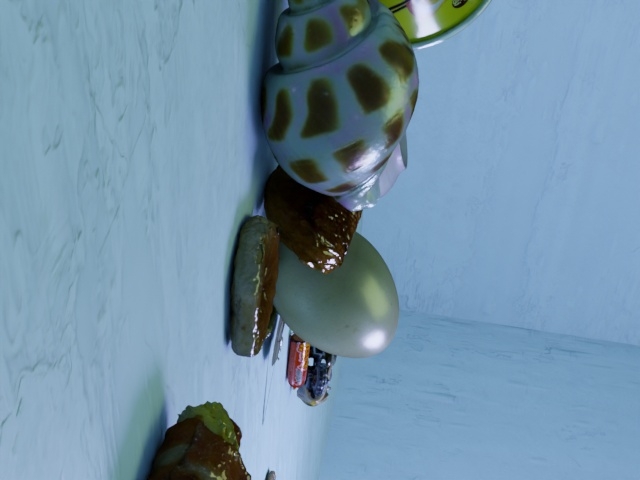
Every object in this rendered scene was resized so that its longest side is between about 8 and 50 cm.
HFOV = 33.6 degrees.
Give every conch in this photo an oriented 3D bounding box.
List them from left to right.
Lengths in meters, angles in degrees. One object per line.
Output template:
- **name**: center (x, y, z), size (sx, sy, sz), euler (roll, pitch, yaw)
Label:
- **conch**: center (0.023, -0.202, 1.396), size (0.249, 0.197, 0.368), euler (-91, -167, -60)

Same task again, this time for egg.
- **egg**: center (0.025, 0.083, 1.706), size (0.188, 0.254, 0.188), euler (-37, -159, 17)

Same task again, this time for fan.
- **fan**: center (-0.073, 0.190, 1.873), size (0.191, 0.009, 0.329), euler (-73, 175, -69)

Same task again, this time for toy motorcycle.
- **toy motorcycle**: center (-0.017, 0.279, 2.374), size (0.229, 0.094, 0.130), euler (-97, -166, -56)

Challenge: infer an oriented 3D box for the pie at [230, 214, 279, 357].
- **pie**: center (-0.088, 0.057, 1.437), size (0.195, 0.046, 0.195), euler (8, 90, -86)

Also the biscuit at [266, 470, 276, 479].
- **biscuit**: center (-0.106, 0.521, 2.134), size (0.120, 0.015, 0.120), euler (9, 90, -84)

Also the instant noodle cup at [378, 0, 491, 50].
- **instant noodle cup**: center (0.097, -0.439, 1.428), size (0.221, 0.311, 0.311), euler (62, 36, -66)

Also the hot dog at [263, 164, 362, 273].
- **hot dog**: center (-0.002, -0.051, 1.566), size (0.099, 0.160, 0.227), euler (-27, -159, 40)

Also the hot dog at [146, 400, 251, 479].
- **hot dog**: center (-0.125, 0.265, 1.064), size (0.213, 0.103, 0.146), euler (-75, 172, -45)

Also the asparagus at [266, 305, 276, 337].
- **asparagus**: center (-0.072, 0.087, 1.778), size (0.024, 0.025, 0.248), euler (63, 21, -24)

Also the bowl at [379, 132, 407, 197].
- **bowl**: center (0.075, -0.196, 1.905), size (0.287, 0.143, 0.287), euler (-6, 90, -79)

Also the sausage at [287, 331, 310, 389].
- **sausage**: center (-0.048, 0.254, 2.196), size (0.050, 0.048, 0.145), euler (-64, 165, -56)
